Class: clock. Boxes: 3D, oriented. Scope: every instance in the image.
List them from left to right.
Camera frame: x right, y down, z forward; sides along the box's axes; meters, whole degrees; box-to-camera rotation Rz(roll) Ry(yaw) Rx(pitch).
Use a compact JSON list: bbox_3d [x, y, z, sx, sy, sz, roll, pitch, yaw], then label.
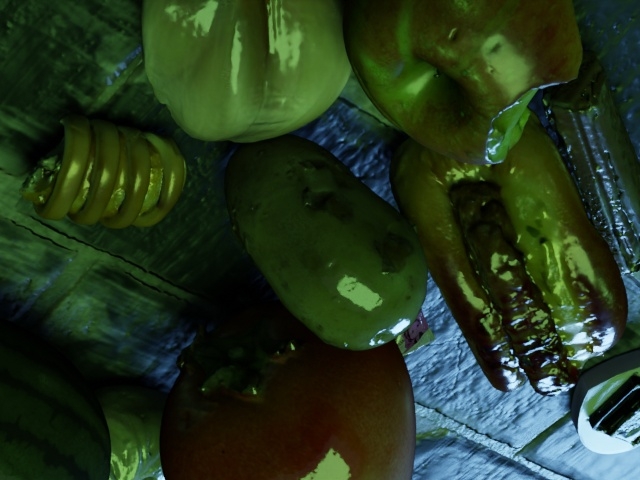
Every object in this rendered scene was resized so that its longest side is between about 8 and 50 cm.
[{"bbox_3d":[0.429,0.226,2.024,0.172,0.064,0.198,21,122,-34],"label":"clock"}]

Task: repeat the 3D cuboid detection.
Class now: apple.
[{"bbox_3d":[0.151,-0.210,1.390,0.226,0.246,0.246,-53,144,-29],"label":"apple"}]

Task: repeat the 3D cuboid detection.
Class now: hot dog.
[{"bbox_3d":[0.230,0.040,1.671,0.185,0.223,0.405,-27,135,4],"label":"hot dog"}]

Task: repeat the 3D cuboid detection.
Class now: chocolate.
[{"bbox_3d":[0.333,-0.079,1.672,0.102,0.065,0.329,-55,138,-22],"label":"chocolate"}]

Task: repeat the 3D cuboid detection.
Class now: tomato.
[{"bbox_3d":[-0.026,0.225,1.684,0.322,0.321,0.321,-10,134,-10],"label":"tomato"}]

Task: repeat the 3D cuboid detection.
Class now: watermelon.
[{"bbox_3d":[-0.377,0.230,1.600,0.279,0.279,0.359,-35,128,15],"label":"watermelon"}]

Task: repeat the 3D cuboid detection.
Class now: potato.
[{"bbox_3d":[0.000,0.000,1.543,0.262,0.165,0.165,43,115,2],"label":"potato"}]

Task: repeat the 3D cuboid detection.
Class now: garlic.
[{"bbox_3d":[-0.067,-0.176,1.448,0.217,0.110,0.228,-9,134,-15],"label":"garlic"}]

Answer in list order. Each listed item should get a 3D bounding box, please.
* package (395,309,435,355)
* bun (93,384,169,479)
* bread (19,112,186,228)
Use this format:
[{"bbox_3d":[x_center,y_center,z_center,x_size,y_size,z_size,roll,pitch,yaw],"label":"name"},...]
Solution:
[{"bbox_3d":[0.102,0.126,1.844,0.083,0.029,0.059,-32,127,-3],"label":"package"},{"bbox_3d":[-0.235,0.269,1.798,0.193,0.128,0.178,2,130,-23],"label":"bun"},{"bbox_3d":[-0.221,-0.067,1.516,0.177,0.084,0.119,8,130,-30],"label":"bread"}]
